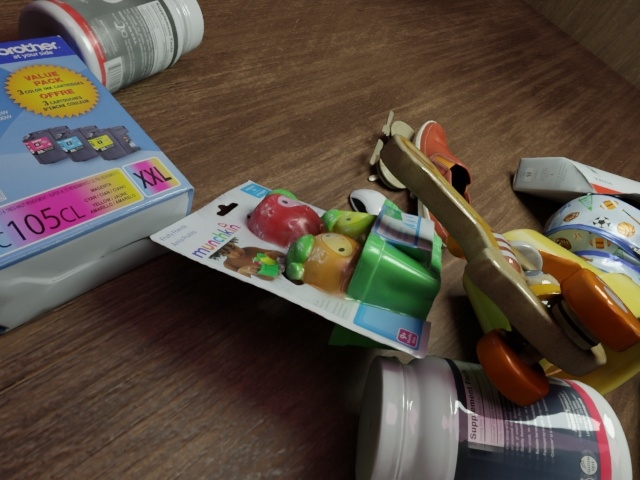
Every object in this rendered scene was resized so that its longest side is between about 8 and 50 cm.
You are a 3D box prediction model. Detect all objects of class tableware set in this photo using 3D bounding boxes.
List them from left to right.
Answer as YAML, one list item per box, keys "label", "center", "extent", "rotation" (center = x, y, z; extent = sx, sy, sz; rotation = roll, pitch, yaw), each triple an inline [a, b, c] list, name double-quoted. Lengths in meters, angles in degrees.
- label: "tableware set"
  center: [0.166, -0.183, 1.026]
  extent: [0.128, 0.039, 0.194]
  rotation: [36, 51, -17]

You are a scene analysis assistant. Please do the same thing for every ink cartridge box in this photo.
- label: "ink cartridge box"
  center: [-0.401, -0.115, 0.622]
  extent: [0.395, 0.151, 0.270]
  rotation: [45, 48, 14]
- label: "ink cartridge box"
  center: [0.675, -0.110, 1.027]
  extent: [0.308, 0.385, 0.091]
  rotation: [12, 93, -18]

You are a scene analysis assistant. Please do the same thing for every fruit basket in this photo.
- label: "fruit basket"
  center: [0.000, 0.000, 0.678]
  extent: [0.353, 0.165, 0.327]
  rotation: [27, 24, 5]

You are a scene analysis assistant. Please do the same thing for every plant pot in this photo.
- label: "plant pot"
  center: [0.364, 0.117, 0.767]
  extent: [0.254, 0.254, 0.239]
  rotation: [2, 38, -25]

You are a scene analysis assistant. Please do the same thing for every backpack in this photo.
- label: "backpack"
  center: [0.541, 0.051, 0.900]
  extent: [0.263, 0.276, 0.213]
  rotation: [43, 61, 14]

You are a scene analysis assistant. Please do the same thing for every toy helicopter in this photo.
- label: "toy helicopter"
  center: [0.207, 0.003, 0.576]
  extent: [0.355, 0.140, 0.235]
  rotation: [51, 28, 15]

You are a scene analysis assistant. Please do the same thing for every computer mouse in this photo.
- label: "computer mouse"
  center: [0.124, -0.033, 0.885]
  extent: [0.106, 0.042, 0.193]
  rotation: [-20, 65, -35]

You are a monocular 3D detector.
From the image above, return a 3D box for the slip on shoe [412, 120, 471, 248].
- label: "slip on shoe"
  center: [0.257, -0.130, 0.963]
  extent: [0.123, 0.101, 0.331]
  rotation: [40, 39, -34]

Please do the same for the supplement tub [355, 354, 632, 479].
- label: "supplement tub"
  center: [0.191, 0.246, 0.568]
  extent: [0.272, 0.191, 0.191]
  rotation: [10, 49, 0]

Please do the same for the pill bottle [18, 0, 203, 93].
- label: "pill bottle"
  center: [-0.351, -0.365, 0.831]
  extent: [0.161, 0.161, 0.283]
  rotation: [36, 47, 4]
